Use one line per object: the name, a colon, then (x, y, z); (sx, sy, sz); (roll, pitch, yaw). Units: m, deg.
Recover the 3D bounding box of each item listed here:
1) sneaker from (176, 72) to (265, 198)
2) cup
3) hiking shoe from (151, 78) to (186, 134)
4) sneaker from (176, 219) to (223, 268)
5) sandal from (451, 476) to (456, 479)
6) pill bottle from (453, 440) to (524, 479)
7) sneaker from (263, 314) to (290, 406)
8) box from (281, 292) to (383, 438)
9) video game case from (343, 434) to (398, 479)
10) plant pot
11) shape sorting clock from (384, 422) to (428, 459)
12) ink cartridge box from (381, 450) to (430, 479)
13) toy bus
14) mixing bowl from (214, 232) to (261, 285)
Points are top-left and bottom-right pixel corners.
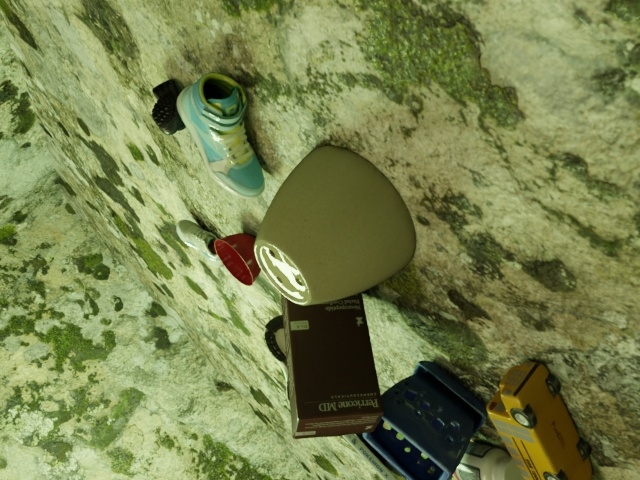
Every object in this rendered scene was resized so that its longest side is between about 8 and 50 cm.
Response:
sneaker: (-0.214, -0.247, 1.285); (0.319, 0.127, 0.208); (55, 153, -12)
cup: (0.000, 0.000, 1.152); (0.331, 0.237, 0.331); (35, 148, 26)
hiking shoe: (-0.381, -0.333, 1.426); (0.114, 0.086, 0.227); (57, -170, -44)
sneaker: (-0.421, -0.005, 1.946); (0.228, 0.087, 0.092); (39, 144, 6)
sandal: (0.475, 0.810, 1.612); (0.240, 0.079, 0.088); (30, 146, 34)
pill bottle: (0.425, 0.577, 1.371); (0.108, 0.108, 0.180); (56, 152, -10)
sneaker: (-0.083, 0.446, 1.936); (0.182, 0.157, 0.411); (-168, 58, -81)
box: (0.014, 0.252, 1.275); (0.143, 0.190, 0.382); (101, 163, -54)
video game case: (0.147, 0.758, 1.983); (0.300, 0.036, 0.329); (45, 169, 7)
plant pot: (0.264, 0.454, 1.345); (0.236, 0.212, 0.236); (37, 150, 24)
shape sorting clock: (0.287, 0.624, 1.704); (0.206, 0.040, 0.206); (32, 147, 24)
ink cartridge box: (0.287, 0.760, 1.847); (0.150, 0.063, 0.109); (8, 131, 53)
toy bus: (0.451, 0.401, 1.117); (0.130, 0.108, 0.333); (0, 125, 58)
mixing bowl: (-0.239, 0.045, 1.709); (0.181, 0.098, 0.182); (36, 149, 26)
